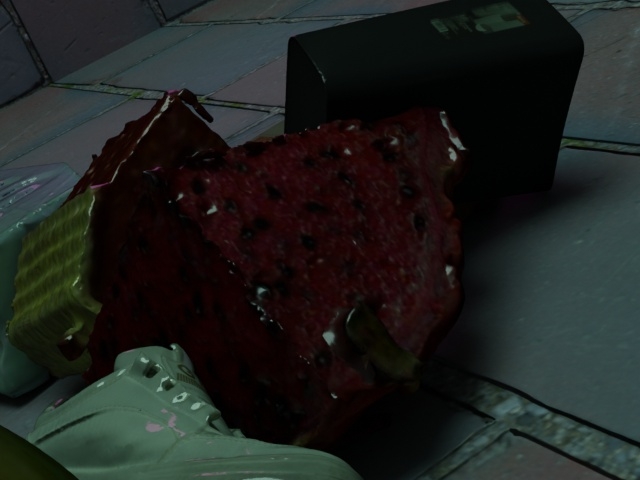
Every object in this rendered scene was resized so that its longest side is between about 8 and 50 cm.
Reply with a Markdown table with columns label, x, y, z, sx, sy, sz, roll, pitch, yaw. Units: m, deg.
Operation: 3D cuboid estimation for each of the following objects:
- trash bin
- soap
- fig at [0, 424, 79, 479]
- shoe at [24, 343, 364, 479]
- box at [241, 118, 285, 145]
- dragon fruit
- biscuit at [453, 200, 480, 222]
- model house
| label | x | y | z | sx | sy | sz | roll | pitch | yaw |
| --- | --- | --- | --- | --- | --- | --- | --- | --- | --- |
| trash bin | 0.089 | -0.114 | 1.037 | 0.226 | 0.165 | 0.115 | -12 | 44 | -17 |
| soap | -0.381 | 0.034 | 1.340 | 0.446 | 0.156 | 0.261 | -2 | 29 | 48 |
| fig | -0.195 | 0.187 | 0.564 | 0.240 | 0.271 | 0.239 | -8 | 14 | 2 |
| shoe | -0.089 | 0.131 | 0.736 | 0.316 | 0.124 | 0.159 | -15 | 45 | 34 |
| box | -0.047 | -0.086 | 1.399 | 0.201 | 0.058 | 0.141 | -35 | 22 | -24 |
| dragon fruit | 0.000 | 0.000 | 0.866 | 0.302 | 0.240 | 0.330 | 21 | 54 | 42 |
| biscuit | 0.024 | -0.022 | 1.174 | 0.269 | 0.051 | 0.376 | -14 | 23 | 30 |
| model house | -0.175 | 0.016 | 1.080 | 0.196 | 0.160 | 0.254 | -25 | 24 | 54 |
